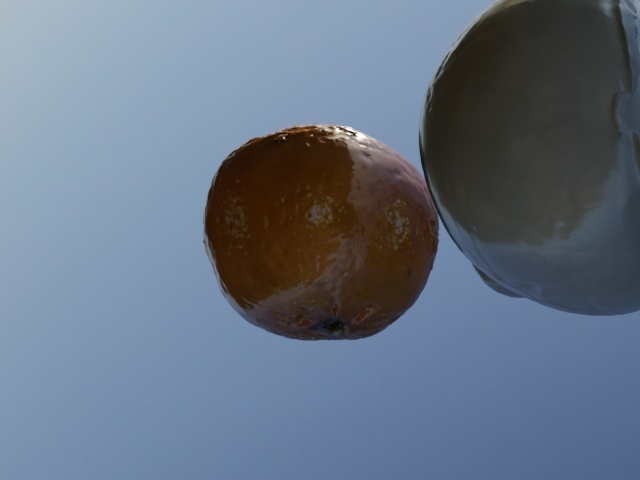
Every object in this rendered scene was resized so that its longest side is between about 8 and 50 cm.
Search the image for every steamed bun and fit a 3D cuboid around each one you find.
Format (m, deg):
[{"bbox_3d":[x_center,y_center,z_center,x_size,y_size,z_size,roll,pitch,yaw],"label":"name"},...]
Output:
[{"bbox_3d":[0.124,-0.045,0.770,0.228,0.131,0.177,3,79,-73],"label":"steamed bun"}]

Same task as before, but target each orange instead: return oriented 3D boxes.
[{"bbox_3d":[0.000,0.000,1.130,0.193,0.193,0.161,-30,-127,57],"label":"orange"}]
